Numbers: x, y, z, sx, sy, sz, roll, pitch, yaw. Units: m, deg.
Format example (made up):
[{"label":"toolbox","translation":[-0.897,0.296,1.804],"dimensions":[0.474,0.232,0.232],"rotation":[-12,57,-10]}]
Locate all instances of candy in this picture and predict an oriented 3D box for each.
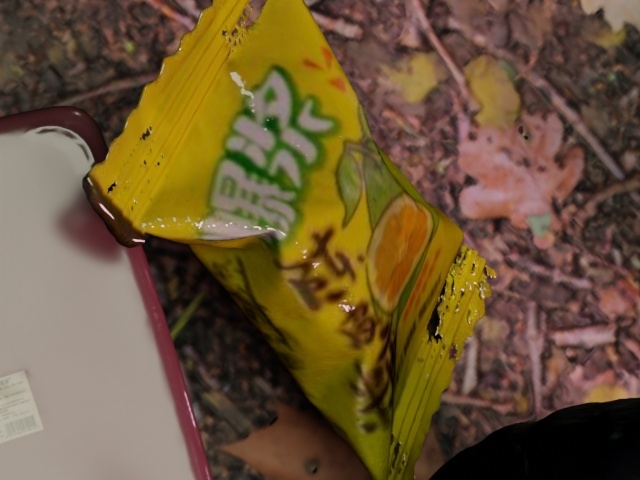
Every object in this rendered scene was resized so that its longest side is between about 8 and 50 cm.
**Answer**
[{"label":"candy","translation":[0.000,0.000,0.856],"dimensions":[0.297,0.081,0.187],"rotation":[57,45,-41]}]

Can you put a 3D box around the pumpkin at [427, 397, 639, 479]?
[{"label":"pumpkin","translation":[0.160,0.209,0.858],"dimensions":[0.296,0.296,0.296],"rotation":[3,78,-16]}]

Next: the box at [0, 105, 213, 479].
[{"label":"box","translation":[-0.155,0.083,0.814],"dimensions":[0.193,0.167,0.294],"rotation":[-16,84,-21]}]
